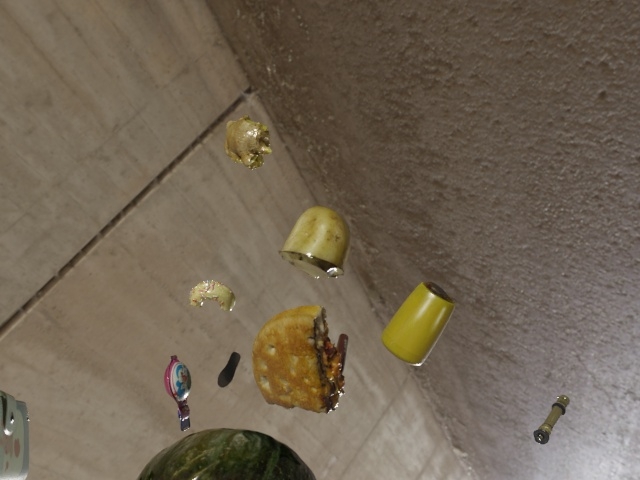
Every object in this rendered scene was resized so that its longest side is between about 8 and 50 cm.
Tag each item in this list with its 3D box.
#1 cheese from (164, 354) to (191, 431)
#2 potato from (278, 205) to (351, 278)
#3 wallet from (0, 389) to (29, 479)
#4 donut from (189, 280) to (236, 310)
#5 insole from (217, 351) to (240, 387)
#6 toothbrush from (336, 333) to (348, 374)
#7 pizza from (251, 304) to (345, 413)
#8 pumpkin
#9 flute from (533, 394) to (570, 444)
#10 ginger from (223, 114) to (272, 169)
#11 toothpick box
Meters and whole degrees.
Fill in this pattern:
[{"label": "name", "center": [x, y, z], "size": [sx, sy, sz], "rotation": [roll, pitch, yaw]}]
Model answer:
[{"label": "cheese", "center": [-0.463, 0.500, 1.704], "size": [0.155, 0.062, 0.244], "rotation": [48, -152, -77]}, {"label": "potato", "center": [0.000, 0.000, 1.648], "size": [0.243, 0.242, 0.285], "rotation": [34, 174, 16]}, {"label": "wallet", "center": [-0.862, 0.527, 1.368], "size": [0.360, 0.083, 0.252], "rotation": [119, 143, -65]}, {"label": "donut", "center": [-0.383, 0.200, 1.841], "size": [0.166, 0.065, 0.108], "rotation": [13, 131, -11]}, {"label": "insole", "center": [-0.325, 0.460, 1.831], "size": [0.053, 0.152, 0.002], "rotation": [28, -166, 12]}, {"label": "toothbrush", "center": [0.058, 0.389, 1.619], "size": [0.041, 0.041, 0.364], "rotation": [42, -163, -6]}, {"label": "pizza", "center": [-0.053, 0.316, 1.324], "size": [0.278, 0.114, 0.408], "rotation": [32, 132, 14]}, {"label": "pumpkin", "center": [-0.207, 0.624, 1.138], "size": [0.454, 0.454, 0.344], "rotation": [41, -162, -4]}, {"label": "flute", "center": [0.424, 0.319, 0.935], "size": [0.027, 0.027, 0.233], "rotation": [27, -165, 31]}, {"label": "ginger", "center": [-0.226, -0.306, 1.608], "size": [0.216, 0.157, 0.102], "rotation": [27, -165, 37]}, {"label": "toothpick box", "center": [0.347, 0.281, 1.796], "size": [0.175, 0.271, 0.175], "rotation": [29, -168, -7]}]
